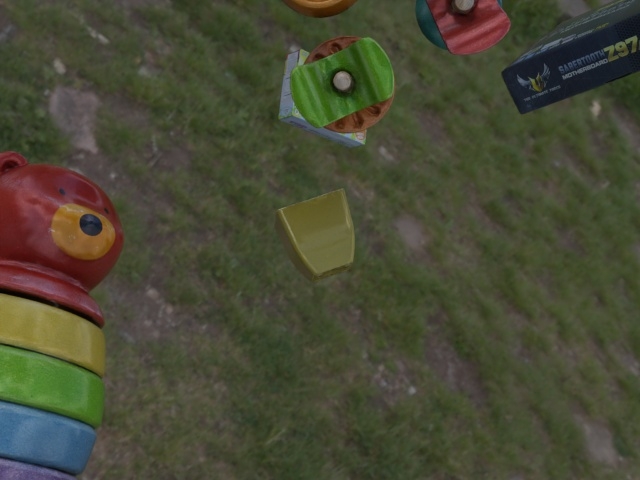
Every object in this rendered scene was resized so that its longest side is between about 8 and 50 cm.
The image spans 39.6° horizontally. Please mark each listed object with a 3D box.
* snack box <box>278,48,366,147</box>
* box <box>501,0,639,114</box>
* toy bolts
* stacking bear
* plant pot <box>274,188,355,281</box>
[{"bbox_3d":[0.008,-0.201,1.277,0.141,0.037,0.100,16,76,-39],"label":"snack box"},{"bbox_3d":[0.331,-0.223,0.940,0.183,0.233,0.059,-39,106,-45],"label":"box"},{"bbox_3d":[0.068,-0.238,0.921,0.158,0.229,0.218,-61,132,-80],"label":"toy bolts"},{"bbox_3d":[-0.221,0.080,0.634,0.175,0.164,0.288,26,65,-35],"label":"stacking bear"},{"bbox_3d":[0.000,0.000,1.023,0.082,0.081,0.083,-19,79,-9],"label":"plant pot"}]
